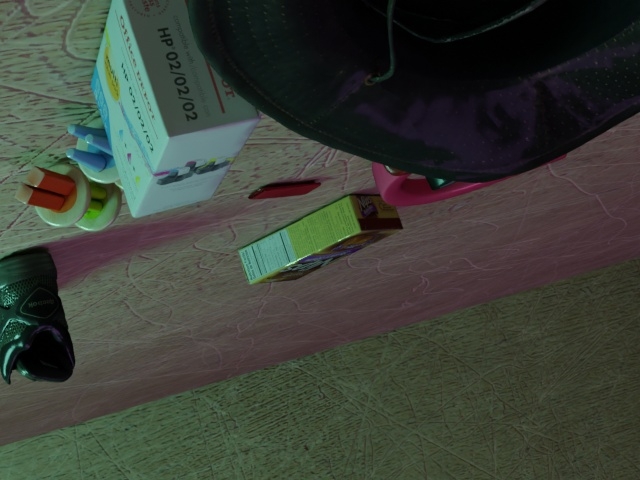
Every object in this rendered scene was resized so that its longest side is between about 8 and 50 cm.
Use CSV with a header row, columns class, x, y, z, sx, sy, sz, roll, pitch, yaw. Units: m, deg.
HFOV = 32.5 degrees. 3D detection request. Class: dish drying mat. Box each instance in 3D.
class,x,y,z,sx,sy,sz,roll,pitch,yaw
dish drying mat,-0.039,-0.055,1.207,0.083,0.008,0.032,-10,166,-43

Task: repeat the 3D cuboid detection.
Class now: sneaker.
class,x,y,z,sx,sy,sz,roll,pitch,yaw
sneaker,-0.334,0.105,1.186,0.087,0.130,0.227,-8,167,-37

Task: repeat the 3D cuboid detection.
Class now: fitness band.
class,x,y,z,sx,sy,sz,roll,pitch,yaw
fitness band,0.196,-0.116,1.206,0.291,0.054,0.209,-21,166,4

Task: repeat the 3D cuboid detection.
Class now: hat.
class,x,y,z,sx,sy,sz,roll,pitch,yaw
hat,0.087,-0.168,0.560,0.331,0.134,0.331,-10,150,-6

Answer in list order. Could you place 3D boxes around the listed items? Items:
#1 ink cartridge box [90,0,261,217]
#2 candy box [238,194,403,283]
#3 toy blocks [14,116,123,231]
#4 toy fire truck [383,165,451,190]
class,x,y,z,sx,sy,sz,roll,pitch,yaw
ink cartridge box,-0.091,-0.096,0.681,0.062,0.104,0.181,-15,168,-22
candy box,0.000,0.000,1.420,0.187,0.053,0.109,-24,168,32
toy blocks,-0.184,-0.053,0.863,0.123,0.054,0.148,-22,168,14
toy fire truck,0.104,-0.135,0.780,0.217,0.158,0.246,-24,178,25
